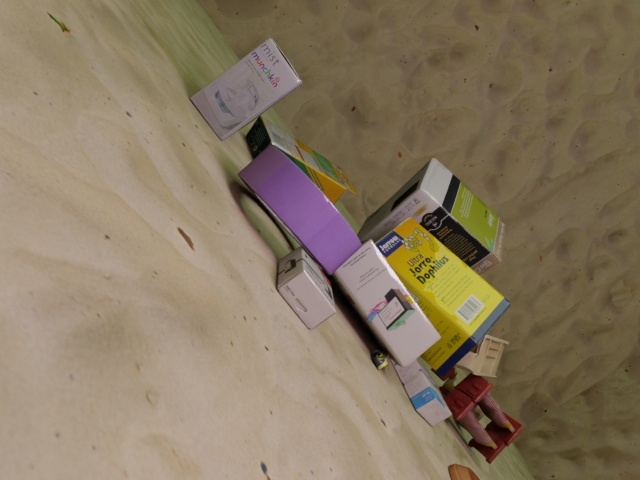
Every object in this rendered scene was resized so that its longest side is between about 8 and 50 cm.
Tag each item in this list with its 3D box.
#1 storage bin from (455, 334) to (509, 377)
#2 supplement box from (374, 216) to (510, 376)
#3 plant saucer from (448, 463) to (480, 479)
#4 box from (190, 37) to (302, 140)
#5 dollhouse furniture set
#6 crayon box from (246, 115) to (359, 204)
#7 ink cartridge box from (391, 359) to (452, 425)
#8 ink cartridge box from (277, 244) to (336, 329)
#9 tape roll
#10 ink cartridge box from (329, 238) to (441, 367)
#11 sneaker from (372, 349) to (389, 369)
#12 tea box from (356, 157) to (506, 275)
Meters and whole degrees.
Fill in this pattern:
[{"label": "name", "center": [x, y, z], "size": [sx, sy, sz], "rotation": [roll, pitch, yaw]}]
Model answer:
[{"label": "storage bin", "center": [0.411, 0.321, 1.690], "size": [0.262, 0.123, 0.260], "rotation": [16, -5, 36]}, {"label": "supplement box", "center": [0.285, 0.147, 1.458], "size": [0.356, 0.195, 0.194], "rotation": [43, -40, 15]}, {"label": "plant saucer", "center": [0.351, 0.576, 1.173], "size": [0.200, 0.037, 0.200], "rotation": [54, 7, -10]}, {"label": "box", "center": [-0.168, -0.367, 1.323], "size": [0.127, 0.231, 0.262], "rotation": [53, 9, -14]}, {"label": "dollhouse furniture set", "center": [0.448, 0.517, 1.737], "size": [0.201, 0.152, 0.374], "rotation": [52, -9, -13]}, {"label": "crayon box", "center": [-0.054, -0.216, 1.581], "size": [0.322, 0.083, 0.203], "rotation": [28, 21, -30]}, {"label": "ink cartridge box", "center": [0.251, 0.364, 1.369], "size": [0.104, 0.060, 0.180], "rotation": [48, 10, -38]}, {"label": "ink cartridge box", "center": [-0.025, 0.079, 0.946], "size": [0.099, 0.056, 0.135], "rotation": [53, 8, -16]}, {"label": "tape roll", "center": [-0.042, -0.059, 1.087], "size": [0.275, 0.090, 0.275], "rotation": [47, -3, 3]}, {"label": "ink cartridge box", "center": [0.139, 0.144, 1.287], "size": [0.278, 0.117, 0.201], "rotation": [55, -6, -1]}, {"label": "sneaker", "center": [0.134, 0.261, 1.219], "size": [0.035, 0.031, 0.083], "rotation": [54, 8, -3]}, {"label": "tea box", "center": [0.334, -0.010, 1.674], "size": [0.323, 0.329, 0.220], "rotation": [42, 39, -7]}]
